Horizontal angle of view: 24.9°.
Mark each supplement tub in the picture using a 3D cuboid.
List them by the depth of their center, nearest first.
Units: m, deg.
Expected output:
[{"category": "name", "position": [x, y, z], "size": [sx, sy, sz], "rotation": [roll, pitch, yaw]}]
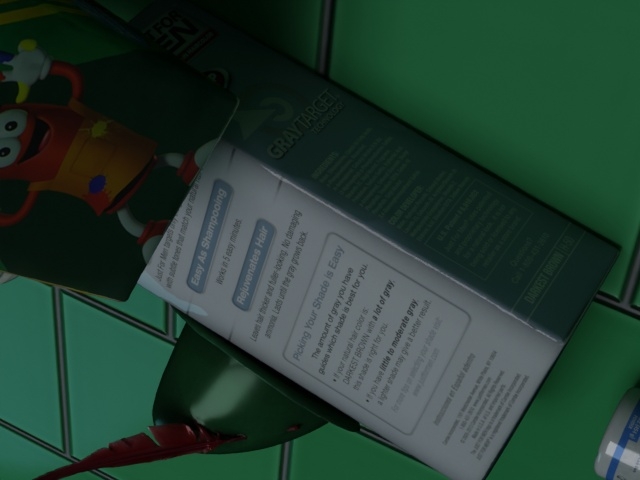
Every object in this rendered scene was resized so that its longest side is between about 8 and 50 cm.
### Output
[{"category": "supplement tub", "position": [0.253, 0.154, 1.017], "size": [0.107, 0.071, 0.071], "rotation": [23, 135, 19]}]

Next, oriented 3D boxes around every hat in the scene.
[{"category": "hat", "position": [-0.102, 0.163, 1.146], "size": [0.208, 0.183, 0.173], "rotation": [34, 179, -12]}]

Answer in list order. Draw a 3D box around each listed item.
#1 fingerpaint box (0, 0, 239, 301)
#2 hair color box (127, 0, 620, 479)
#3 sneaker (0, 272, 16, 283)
[{"category": "fingerpaint box", "position": [-0.328, -0.167, 0.865], "size": [0.445, 0.371, 0.163], "rotation": [35, 98, 33]}, {"category": "hair color box", "position": [0.000, 0.000, 1.039], "size": [0.375, 0.113, 0.185], "rotation": [31, 137, 10]}, {"category": "sneaker", "position": [-0.312, -0.023, 1.253], "size": [0.275, 0.110, 0.107], "rotation": [23, 120, 43]}]
